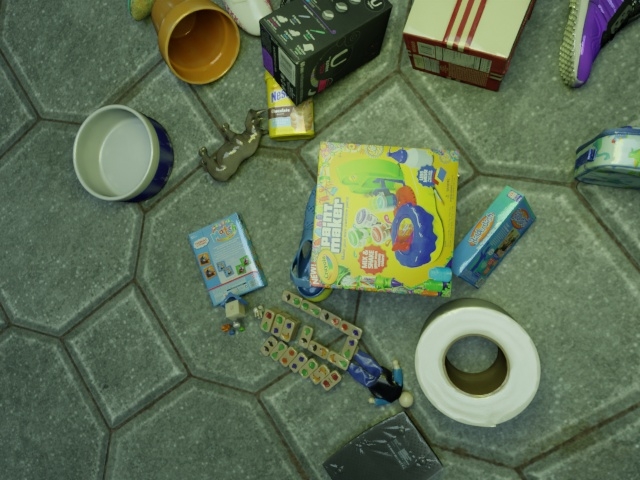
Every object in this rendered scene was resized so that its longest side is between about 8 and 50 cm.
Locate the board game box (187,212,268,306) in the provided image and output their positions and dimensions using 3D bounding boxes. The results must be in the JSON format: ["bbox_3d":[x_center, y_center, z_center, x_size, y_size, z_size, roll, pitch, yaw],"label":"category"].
[{"bbox_3d":[-0.254,0.052,1.206,0.160,0.039,0.211,-23,85,14],"label":"board game box"}]

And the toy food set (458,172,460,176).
[{"bbox_3d":[0.274,-0.139,1.075,0.122,0.019,0.078,-39,80,19],"label":"toy food set"}]

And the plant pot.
[{"bbox_3d":[-0.348,-0.554,1.169,0.205,0.205,0.188,-45,63,11],"label":"plant pot"}]

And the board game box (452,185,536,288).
[{"bbox_3d":[0.375,0.000,0.971,0.210,0.160,0.047,-52,54,9],"label":"board game box"}]

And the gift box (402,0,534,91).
[{"bbox_3d":[0.315,-0.509,0.947,0.276,0.255,0.258,23,97,11],"label":"gift box"}]

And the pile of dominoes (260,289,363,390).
[{"bbox_3d":[-0.039,0.257,1.116,0.251,0.040,0.196,24,103,23],"label":"pile of dominoes"}]

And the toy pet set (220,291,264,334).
[{"bbox_3d":[-0.217,0.188,1.176,0.122,0.114,0.065,-21,56,12],"label":"toy pet set"}]

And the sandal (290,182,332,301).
[{"bbox_3d":[0.000,0.000,1.088,0.126,0.138,0.317,9,90,17],"label":"sandal"}]

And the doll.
[{"bbox_3d":[0.149,0.341,1.089,0.189,0.046,0.129,37,100,13],"label":"doll"}]

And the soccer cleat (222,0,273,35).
[{"bbox_3d":[-0.238,-0.690,1.155,0.116,0.143,0.331,-30,82,13],"label":"soccer cleat"}]

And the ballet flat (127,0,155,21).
[{"bbox_3d":[-0.438,-0.780,1.232,0.123,0.123,0.349,18,94,15],"label":"ballet flat"}]

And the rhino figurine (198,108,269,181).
[{"bbox_3d":[-0.223,-0.258,1.184,0.243,0.073,0.106,-44,75,9],"label":"rhino figurine"}]

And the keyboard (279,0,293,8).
[{"bbox_3d":[-0.056,-0.615,1.135,0.108,0.023,0.180,15,115,19],"label":"keyboard"}]

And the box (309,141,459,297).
[{"bbox_3d":[0.125,-0.037,0.943,0.279,0.177,0.290,4,87,1],"label":"box"}]

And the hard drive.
[{"bbox_3d":[0.150,0.542,1.082,0.254,0.054,0.172,-39,80,12],"label":"hard drive"}]

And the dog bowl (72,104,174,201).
[{"bbox_3d":[-0.559,-0.241,1.258,0.265,0.104,0.265,0,90,15],"label":"dog bowl"}]

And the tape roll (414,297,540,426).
[{"bbox_3d":[0.336,0.255,0.975,0.246,0.169,0.246,0,90,15],"label":"tape roll"}]

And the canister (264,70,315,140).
[{"bbox_3d":[-0.076,-0.349,1.140,0.126,0.073,0.170,-3,91,5],"label":"canister"}]

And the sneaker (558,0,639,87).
[{"bbox_3d":[0.610,-0.474,0.942,0.146,0.102,0.293,9,92,14],"label":"sneaker"}]

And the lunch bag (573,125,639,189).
[{"bbox_3d":[0.613,-0.160,0.877,0.176,0.219,0.090,8,91,16],"label":"lunch bag"}]

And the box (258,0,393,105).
[{"bbox_3d":[0.011,-0.470,1.028,0.270,0.165,0.143,-36,79,-12],"label":"box"}]
